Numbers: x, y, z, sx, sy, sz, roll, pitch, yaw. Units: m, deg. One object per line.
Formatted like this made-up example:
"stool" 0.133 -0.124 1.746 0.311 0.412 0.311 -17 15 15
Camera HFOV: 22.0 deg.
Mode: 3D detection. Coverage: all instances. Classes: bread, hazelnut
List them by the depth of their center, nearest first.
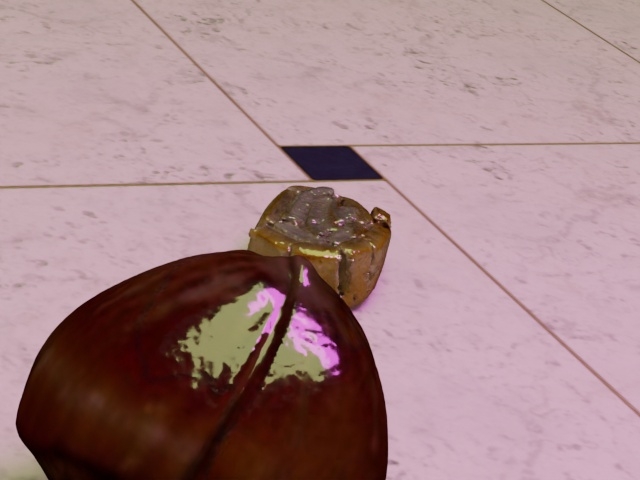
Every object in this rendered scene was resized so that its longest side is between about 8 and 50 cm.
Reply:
"hazelnut" -0.058 0.106 1.006 0.229 0.229 0.229 10 25 -5
"bread" 0.000 0.000 1.428 0.117 0.064 0.156 15 26 2
